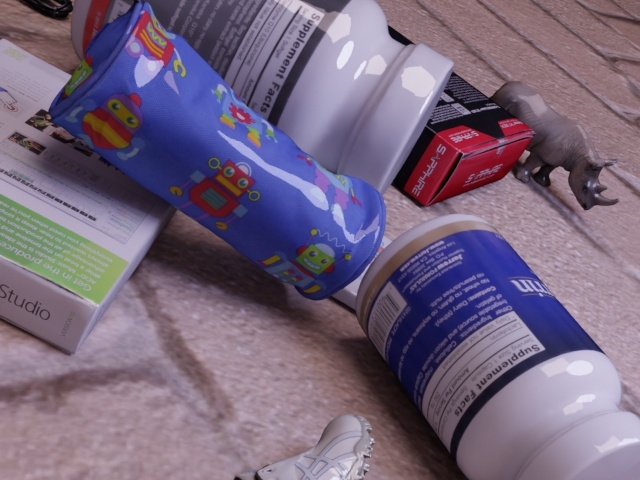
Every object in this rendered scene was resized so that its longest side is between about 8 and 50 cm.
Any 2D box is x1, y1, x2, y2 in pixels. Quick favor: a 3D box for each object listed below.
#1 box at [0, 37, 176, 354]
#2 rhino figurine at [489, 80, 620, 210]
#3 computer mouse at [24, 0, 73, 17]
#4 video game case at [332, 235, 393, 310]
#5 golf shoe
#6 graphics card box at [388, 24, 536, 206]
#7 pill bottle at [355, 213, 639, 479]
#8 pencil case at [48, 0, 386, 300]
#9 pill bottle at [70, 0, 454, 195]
[{"bbox_3d":[-0.244,-0.054,0.939,0.232,0.058,0.322,28,27,-3],"label":"box"},{"bbox_3d":[0.315,-0.127,1.523,0.243,0.106,0.073,44,32,26],"label":"rhino figurine"},{"bbox_3d":[-0.251,-0.267,1.303,0.242,0.041,0.071,20,30,-16],"label":"computer mouse"},{"bbox_3d":[0.000,0.000,1.111,0.157,0.019,0.143,31,28,6],"label":"video game case"},{"bbox_3d":[-0.015,0.168,0.774,0.086,0.069,0.176,23,27,2],"label":"golf shoe"},{"bbox_3d":[0.072,-0.199,1.433,0.371,0.094,0.233,40,30,18],"label":"graphics card box"},{"bbox_3d":[0.153,0.113,0.926,0.153,0.153,0.264,4,37,-39],"label":"pill bottle"},{"bbox_3d":[-0.083,-0.074,0.945,0.306,0.119,0.133,37,26,-25],"label":"pencil case"},{"bbox_3d":[-0.059,-0.198,1.171,0.363,0.210,0.210,29,28,5],"label":"pill bottle"}]
